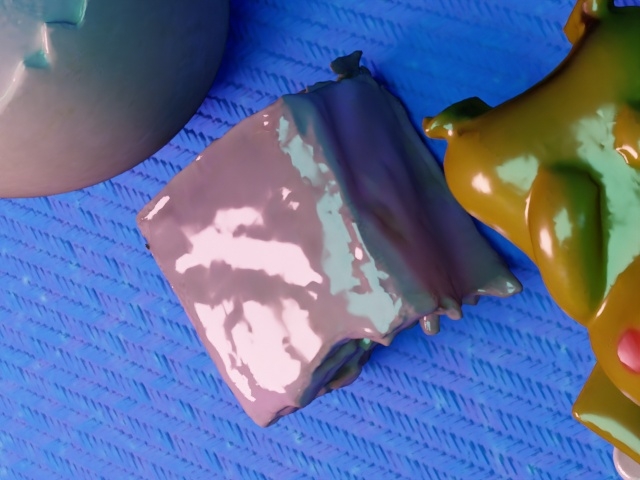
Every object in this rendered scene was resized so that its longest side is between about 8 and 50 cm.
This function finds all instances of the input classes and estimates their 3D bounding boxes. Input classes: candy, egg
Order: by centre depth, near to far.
[{"bbox_3d":[-0.221,-0.166,1.126,0.278,0.336,0.278,0,90,28],"label":"egg"},{"bbox_3d":[0.000,0.000,1.139,0.185,0.137,0.195,-36,79,31],"label":"candy"}]

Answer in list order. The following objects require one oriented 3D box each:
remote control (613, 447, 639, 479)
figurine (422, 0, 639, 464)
[{"bbox_3d":[0.294,0.136,1.037,0.230,0.049,0.090,12,77,29],"label":"remote control"},{"bbox_3d":[0.202,0.020,0.998,0.218,0.169,0.327,-39,67,11],"label":"figurine"}]
